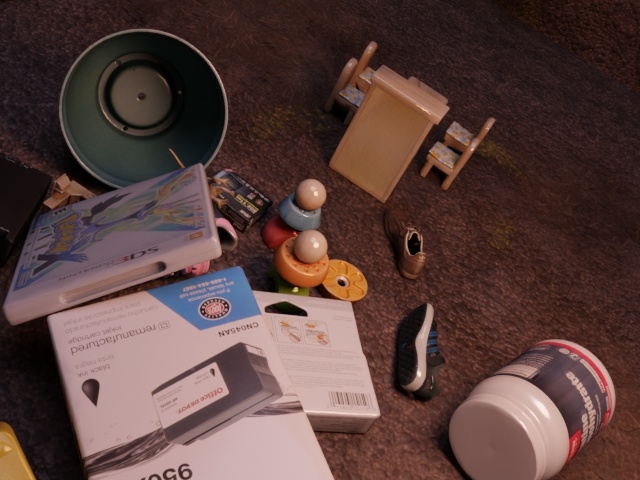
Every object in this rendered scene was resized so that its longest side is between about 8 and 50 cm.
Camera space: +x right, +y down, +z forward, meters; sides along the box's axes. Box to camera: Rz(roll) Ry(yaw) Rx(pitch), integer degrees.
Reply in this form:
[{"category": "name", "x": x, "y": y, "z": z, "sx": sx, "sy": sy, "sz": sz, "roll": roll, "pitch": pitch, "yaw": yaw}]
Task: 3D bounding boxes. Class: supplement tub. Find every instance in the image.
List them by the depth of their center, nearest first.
[{"category": "supplement tub", "x": 0.367, "y": 0.300, "z": 1.392, "sx": 0.272, "sy": 0.191, "sz": 0.191, "roll": -22, "pitch": 62, "yaw": -43}]

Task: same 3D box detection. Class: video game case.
[{"category": "video game case", "x": -0.307, "y": -0.009, "z": 1.221, "sx": 0.299, "sy": 0.036, "sz": 0.329, "roll": -19, "pitch": 26, "yaw": -4}]

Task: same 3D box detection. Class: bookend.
[{"category": "bookend", "x": -0.527, "y": -0.063, "z": 1.256, "sx": 0.156, "sy": 0.072, "sz": 0.157, "roll": 26, "pitch": 43, "yaw": -14}]

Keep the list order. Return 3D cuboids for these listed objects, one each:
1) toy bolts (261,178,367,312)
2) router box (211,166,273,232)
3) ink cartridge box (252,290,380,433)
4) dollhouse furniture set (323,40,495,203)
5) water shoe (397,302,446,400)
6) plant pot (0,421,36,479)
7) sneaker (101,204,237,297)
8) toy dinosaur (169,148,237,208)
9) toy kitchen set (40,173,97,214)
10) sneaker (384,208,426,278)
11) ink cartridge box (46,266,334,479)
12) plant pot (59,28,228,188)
[{"category": "toy bolts", "x": 0.000, "y": 0.000, "z": 1.507, "sx": 0.218, "sy": 0.158, "sz": 0.229, "roll": 5, "pitch": 46, "yaw": -27}, {"category": "router box", "x": -0.168, "y": -0.081, "z": 1.584, "sx": 0.122, "sy": 0.038, "sz": 0.092, "roll": 37, "pitch": 41, "yaw": 8}, {"category": "ink cartridge box", "x": -0.056, "y": 0.198, "z": 1.348, "sx": 0.275, "sy": 0.060, "sz": 0.239, "roll": 8, "pitch": 44, "yaw": -23}, {"category": "dollhouse furniture set", "x": 0.206, "y": -0.306, "z": 1.873, "sx": 0.362, "sy": 0.256, "sz": 0.394, "roll": 34, "pitch": 40, "yaw": 5}, {"category": "water shoe", "x": 0.189, "y": 0.207, "z": 1.492, "sx": 0.080, "sy": 0.073, "sz": 0.203, "roll": 41, "pitch": 40, "yaw": -21}, {"category": "plant pot", "x": -0.386, "y": 0.318, "z": 0.868, "sx": 0.212, "sy": 0.187, "sz": 0.212, "roll": -25, "pitch": 81, "yaw": -36}, {"category": "sneaker", "x": -0.261, "y": 0.021, "z": 1.366, "sx": 0.131, "sy": 0.112, "sz": 0.319, "roll": 36, "pitch": 41, "yaw": 12}, {"category": "toy dinosaur", "x": -0.210, "y": -0.097, "z": 1.452, "sx": 0.092, "sy": 0.183, "sz": 0.053, "roll": 19, "pitch": 78, "yaw": 23}, {"category": "toy kitchen set", "x": -0.424, "y": -0.067, "z": 1.394, "sx": 0.075, "sy": 0.068, "sz": 0.083, "roll": 33, "pitch": 40, "yaw": 3}, {"category": "sneaker", "x": 0.188, "y": -0.008, "z": 1.697, "sx": 0.066, "sy": 0.071, "sz": 0.188, "roll": 9, "pitch": 45, "yaw": -23}, {"category": "ink cartridge box", "x": -0.174, "y": 0.261, "z": 1.080, "sx": 0.285, "sy": 0.166, "sz": 0.395, "roll": -15, "pitch": 56, "yaw": -20}, {"category": "plant pot", "x": -0.332, "y": -0.257, "z": 1.514, "sx": 0.293, "sy": 0.293, "sz": 0.196, "roll": 13, "pitch": 17, "yaw": -19}]
